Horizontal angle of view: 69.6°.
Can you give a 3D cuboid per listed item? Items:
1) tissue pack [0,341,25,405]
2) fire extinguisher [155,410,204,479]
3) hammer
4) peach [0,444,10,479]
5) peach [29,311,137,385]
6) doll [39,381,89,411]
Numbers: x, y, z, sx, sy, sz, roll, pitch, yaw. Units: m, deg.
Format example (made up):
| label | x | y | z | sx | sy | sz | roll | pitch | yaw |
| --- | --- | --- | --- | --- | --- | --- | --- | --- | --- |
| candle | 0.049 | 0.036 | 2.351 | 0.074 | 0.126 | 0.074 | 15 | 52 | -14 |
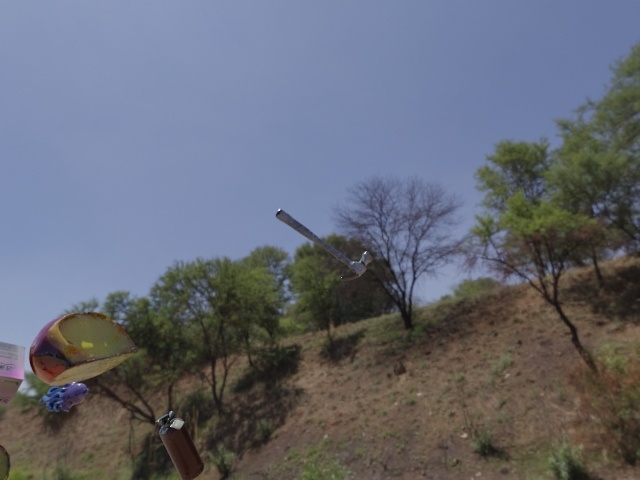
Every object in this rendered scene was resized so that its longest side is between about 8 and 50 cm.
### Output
| label | x | y | z | sx | sy | sz | roll | pitch | yaw |
| --- | --- | --- | --- | --- | --- | --- | --- | --- | --- |
| tissue pack | -0.886 | 0.314 | 1.142 | 0.246 | 0.148 | 0.093 | 29 | -82 | -39 |
| fire extinguisher | -0.519 | 0.743 | 1.682 | 0.104 | 0.269 | 0.105 | -18 | 14 | 4 |
| hammer | 0.000 | 0.000 | 1.797 | 0.152 | 0.426 | 0.044 | -46 | -18 | -22 |
| peach | -0.595 | 0.406 | 0.815 | 0.077 | 0.083 | 0.050 | -20 | -21 | -48 |
| peach | -0.616 | 0.269 | 1.132 | 0.154 | 0.159 | 0.267 | -41 | -14 | 15 |
| doll | -0.856 | 0.519 | 1.541 | 0.205 | 0.110 | 0.067 | -13 | -40 | 17 |
